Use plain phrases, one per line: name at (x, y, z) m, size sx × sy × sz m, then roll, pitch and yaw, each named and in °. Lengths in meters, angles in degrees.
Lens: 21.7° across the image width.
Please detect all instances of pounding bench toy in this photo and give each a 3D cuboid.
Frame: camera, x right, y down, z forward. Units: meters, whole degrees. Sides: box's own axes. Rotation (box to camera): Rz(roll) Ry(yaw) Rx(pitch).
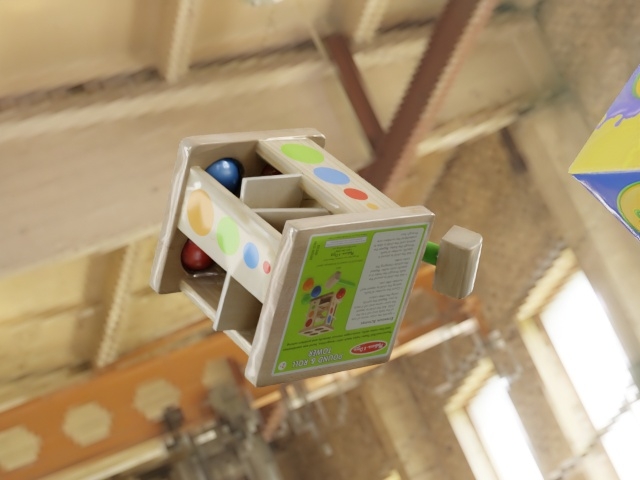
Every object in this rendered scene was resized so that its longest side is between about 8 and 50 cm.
pounding bench toy at (0.000, 0.000, 0.508) m, size 0.083 × 0.065 × 0.052 m, roll -7°, pitch -56°, yaw -39°

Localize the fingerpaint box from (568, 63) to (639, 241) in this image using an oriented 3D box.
fingerpaint box at (0.431, 0.010, 1.037) m, size 0.163 × 0.371 × 0.445 m, roll -54°, pitch 21°, yaw -16°
